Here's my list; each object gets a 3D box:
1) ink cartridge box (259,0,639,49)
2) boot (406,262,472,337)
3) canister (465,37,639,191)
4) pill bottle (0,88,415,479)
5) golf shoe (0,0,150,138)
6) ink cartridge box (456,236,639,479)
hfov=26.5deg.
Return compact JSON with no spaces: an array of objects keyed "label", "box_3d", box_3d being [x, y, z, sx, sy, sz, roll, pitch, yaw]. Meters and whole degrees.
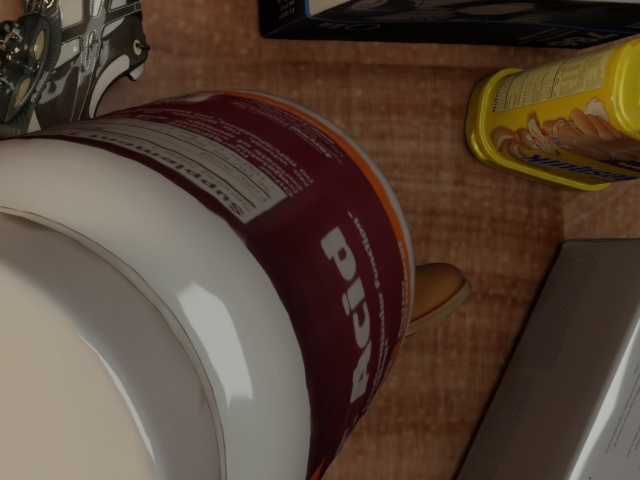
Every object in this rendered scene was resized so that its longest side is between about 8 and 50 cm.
[{"label":"ink cartridge box","box_3d":[0.140,-0.172,0.908,0.333,0.165,0.065,-4,89,-24]},{"label":"boot","box_3d":[0.000,0.000,0.887,0.197,0.073,0.152,-17,91,-28]},{"label":"canister","box_3d":[0.195,-0.083,0.926,0.126,0.170,0.073,15,81,-24]},{"label":"pill bottle","box_3d":[-0.093,0.053,0.641,0.224,0.392,0.224,3,102,13]},{"label":"golf shoe","box_3d":[-0.142,-0.145,0.832,0.094,0.077,0.198,27,83,-33]},{"label":"ink cartridge box","box_3d":[0.244,0.196,0.959,0.272,0.130,0.309,33,75,-21]}]
